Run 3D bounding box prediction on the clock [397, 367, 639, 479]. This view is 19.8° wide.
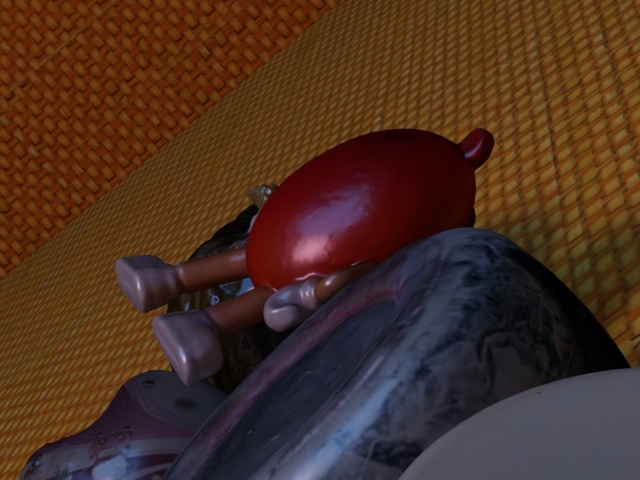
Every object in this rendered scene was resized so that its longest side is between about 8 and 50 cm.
[{"bbox_3d":[0.139,0.146,0.314,0.324,0.109,0.265,4,36,22],"label":"clock"}]

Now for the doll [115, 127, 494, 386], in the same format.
[{"bbox_3d":[0.000,0.000,1.020,0.217,0.085,0.183,-29,23,-7],"label":"doll"}]

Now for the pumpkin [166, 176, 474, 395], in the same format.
[{"bbox_3d":[-0.001,0.032,1.178,0.223,0.157,0.224,-30,10,6],"label":"pumpkin"}]

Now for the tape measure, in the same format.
[{"bbox_3d":[0.024,0.125,0.848,0.275,0.147,0.256,-40,10,27],"label":"tape measure"}]

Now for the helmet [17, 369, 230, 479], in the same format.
[{"bbox_3d":[-0.086,0.172,1.017,0.177,0.153,0.107,-44,29,-4],"label":"helmet"}]
